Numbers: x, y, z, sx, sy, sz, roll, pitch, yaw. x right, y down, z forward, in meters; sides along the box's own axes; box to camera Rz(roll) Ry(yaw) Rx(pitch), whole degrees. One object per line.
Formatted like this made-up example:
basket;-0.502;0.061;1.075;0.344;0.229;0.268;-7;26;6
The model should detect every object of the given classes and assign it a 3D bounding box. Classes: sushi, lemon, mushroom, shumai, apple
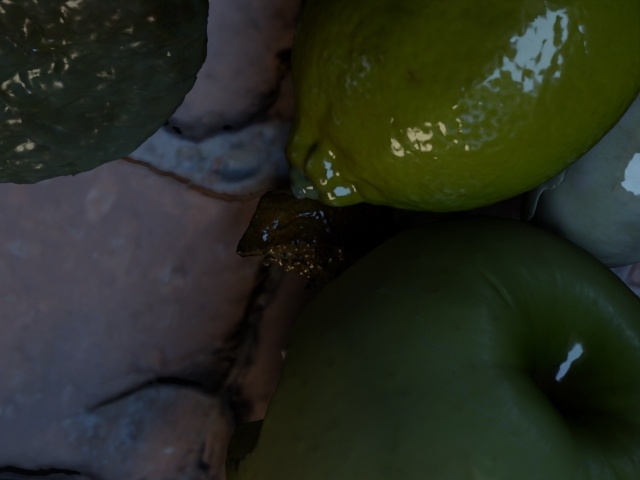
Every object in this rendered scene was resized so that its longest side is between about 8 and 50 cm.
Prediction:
sushi;0.002;0.000;1.060;0.118;0.061;0.060;3;86;-21
lemon;0.080;-0.109;0.978;0.248;0.184;0.184;-44;126;11
mushroom;0.180;-0.057;1.091;0.154;0.122;0.154;-49;167;-15
shumai;-0.162;-0.161;0.875;0.222;0.203;0.272;12;142;-29
apple;0.082;0.122;1.034;0.279;0.279;0.279;-11;118;-23
